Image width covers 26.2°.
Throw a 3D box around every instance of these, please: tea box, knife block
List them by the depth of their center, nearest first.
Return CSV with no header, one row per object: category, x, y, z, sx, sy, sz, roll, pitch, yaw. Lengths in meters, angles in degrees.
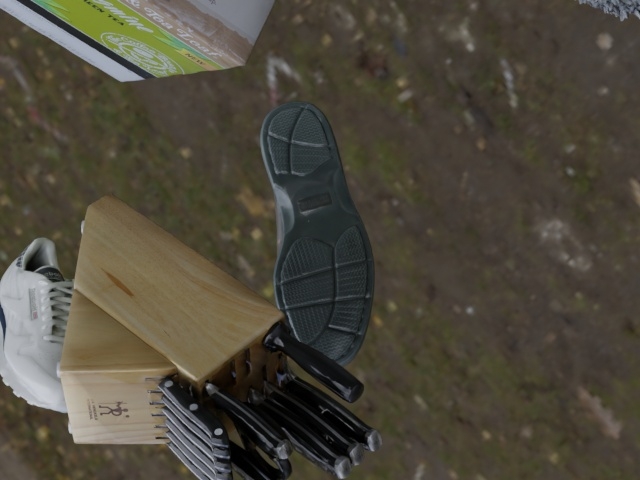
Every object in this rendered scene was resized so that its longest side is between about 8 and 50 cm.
knife block,-0.076,0.082,1.085,0.242,0.275,0.088,-1,132,-1
tea box,-0.235,-0.347,1.458,0.329,0.220,0.323,30,166,-28

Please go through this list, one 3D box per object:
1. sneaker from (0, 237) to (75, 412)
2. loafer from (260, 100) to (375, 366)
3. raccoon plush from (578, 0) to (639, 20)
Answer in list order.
sneaker,-0.288,0.089,1.443,0.090,0.095,0.235,21,-159,-39
loafer,0.000,0.000,1.320,0.084,0.096,0.267,73,-172,-71
raccoon plush,0.209,-0.259,1.119,0.446,0.299,0.216,51,145,37
